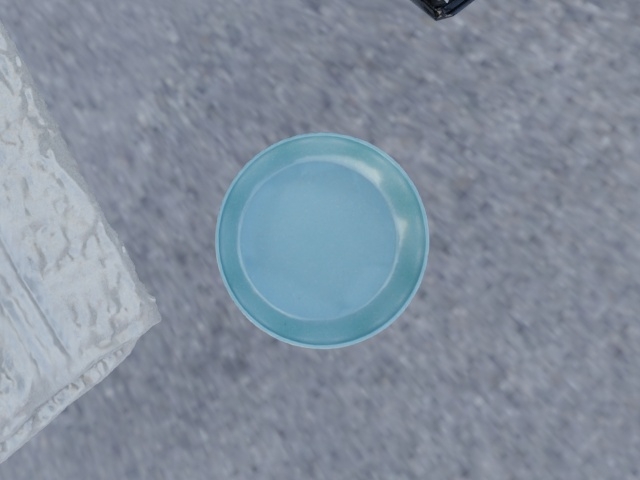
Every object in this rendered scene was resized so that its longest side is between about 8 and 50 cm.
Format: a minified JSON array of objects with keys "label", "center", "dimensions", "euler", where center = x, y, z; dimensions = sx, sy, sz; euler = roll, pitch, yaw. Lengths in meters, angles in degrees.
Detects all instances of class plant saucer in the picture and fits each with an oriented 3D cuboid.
[{"label":"plant saucer","center":[0.000,0.000,1.036],"dimensions":[0.119,0.021,0.119],"euler":[0,90,-9]}]

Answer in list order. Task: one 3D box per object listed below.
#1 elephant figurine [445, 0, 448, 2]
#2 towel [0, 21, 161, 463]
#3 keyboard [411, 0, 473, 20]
[{"label":"elephant figurine","center":[0.041,-0.198,0.906],"dimensions":[0.186,0.239,0.169],"euler":[-11,142,9]},{"label":"towel","center":[-0.221,-0.015,1.152],"dimensions":[0.187,0.049,0.282],"euler":[-40,110,-44]},{"label":"keyboard","center":[0.121,-0.196,1.064],"dimensions":[0.192,0.100,0.038],"euler":[-37,139,-5]}]
